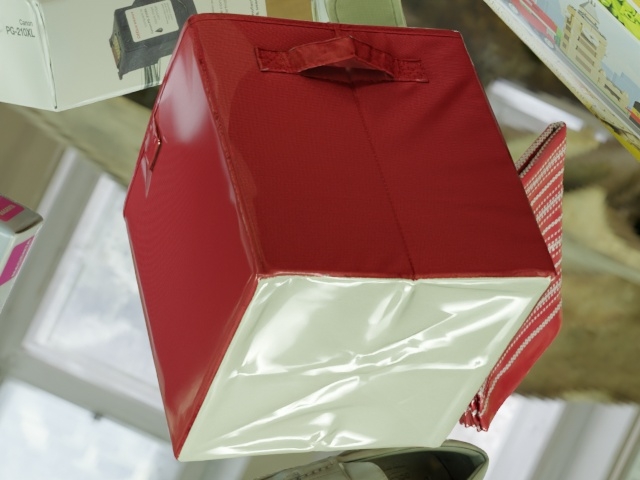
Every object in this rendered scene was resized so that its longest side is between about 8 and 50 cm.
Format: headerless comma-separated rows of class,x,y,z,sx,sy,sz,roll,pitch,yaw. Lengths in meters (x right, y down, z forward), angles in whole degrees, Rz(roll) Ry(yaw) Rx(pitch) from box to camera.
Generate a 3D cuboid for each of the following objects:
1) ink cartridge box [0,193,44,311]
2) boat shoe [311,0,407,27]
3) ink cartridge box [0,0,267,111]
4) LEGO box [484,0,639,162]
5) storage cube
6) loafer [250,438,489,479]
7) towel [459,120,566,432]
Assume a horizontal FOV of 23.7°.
ink cartridge box,-0.386,-0.008,1.156,0.311,0.185,0.065,29,-161,5
boat shoe,0.048,-0.246,1.727,0.113,0.103,0.302,-10,154,-4
ink cartridge box,-0.191,-0.195,1.365,0.237,0.100,0.172,-20,-158,-37
LEGO box,0.256,-0.151,0.813,0.500,0.193,0.372,47,175,5
storage cube,0.000,0.000,0.919,0.184,0.215,0.193,1,-128,-23
loafer,0.018,0.230,1.308,0.319,0.111,0.112,-15,-106,-45
towel,0.195,0.041,1.519,0.031,0.199,0.275,21,138,27
